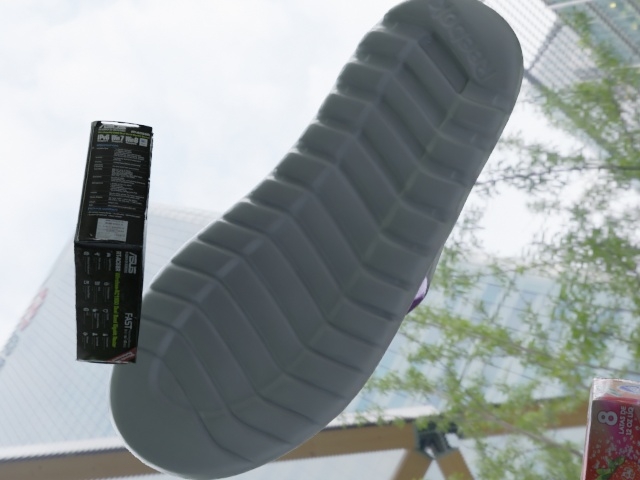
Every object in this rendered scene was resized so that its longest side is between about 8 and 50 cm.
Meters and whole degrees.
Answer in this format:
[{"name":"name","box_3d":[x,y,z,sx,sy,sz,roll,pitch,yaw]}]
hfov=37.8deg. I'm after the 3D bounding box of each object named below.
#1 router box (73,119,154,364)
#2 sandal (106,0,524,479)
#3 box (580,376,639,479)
[{"name":"router box","box_3d":[-0.123,0.004,0.558,0.038,0.122,0.092,4,-129,-11]},{"name":"sandal","box_3d":[0.011,0.010,0.701,0.169,0.102,0.416,41,-87,14]},{"name":"box","box_3d":[0.279,0.274,0.765,0.142,0.154,0.300,6,-89,17]}]
